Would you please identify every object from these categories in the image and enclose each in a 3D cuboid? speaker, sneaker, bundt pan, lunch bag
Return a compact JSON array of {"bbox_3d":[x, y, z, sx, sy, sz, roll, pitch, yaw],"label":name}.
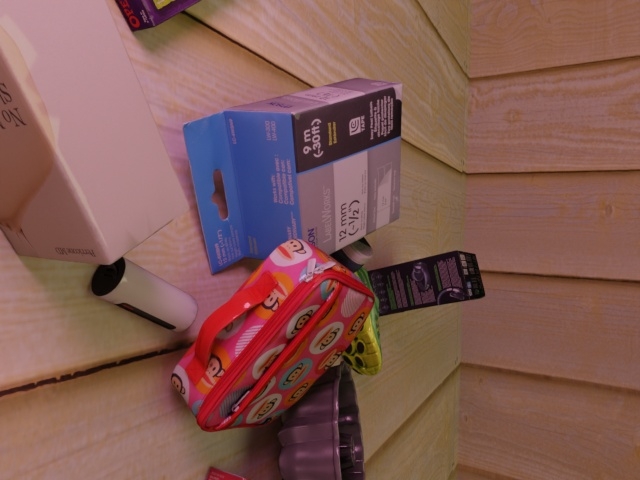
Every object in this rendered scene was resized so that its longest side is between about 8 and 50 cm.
[{"bbox_3d":[-0.220,0.070,0.583,0.136,0.055,0.055,48,51,-52],"label":"speaker"},{"bbox_3d":[0.111,0.201,1.129,0.123,0.109,0.296,-33,120,-51],"label":"sneaker"},{"bbox_3d":[-0.001,0.000,0.950,0.086,0.163,0.226,7,44,-40],"label":"sneaker"},{"bbox_3d":[0.004,0.404,0.871,0.331,0.124,0.332,-8,90,-80],"label":"bundt pan"},{"bbox_3d":[-0.070,0.140,0.675,0.293,0.120,0.258,-51,148,4],"label":"lunch bag"}]

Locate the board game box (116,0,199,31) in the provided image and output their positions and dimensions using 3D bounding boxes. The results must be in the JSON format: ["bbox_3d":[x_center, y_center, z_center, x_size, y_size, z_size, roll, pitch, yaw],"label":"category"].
[{"bbox_3d":[-0.186,-0.453,0.622,0.347,0.056,0.208,-60,144,-41],"label":"board game box"}]

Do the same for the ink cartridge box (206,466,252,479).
[{"bbox_3d":[-0.147,0.468,0.718,0.127,0.072,0.175,57,44,-48],"label":"ink cartridge box"}]

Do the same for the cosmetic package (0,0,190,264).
[{"bbox_3d":[-0.257,-0.140,0.400,0.113,0.160,0.310,-48,131,-48],"label":"cosmetic package"}]

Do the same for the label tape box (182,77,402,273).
[{"bbox_3d":[-0.020,-0.099,0.729,0.347,0.115,0.250,-28,128,-36],"label":"label tape box"}]

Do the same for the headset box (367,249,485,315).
[{"bbox_3d":[0.287,0.125,1.284,0.246,0.282,0.132,9,69,-62],"label":"headset box"}]
